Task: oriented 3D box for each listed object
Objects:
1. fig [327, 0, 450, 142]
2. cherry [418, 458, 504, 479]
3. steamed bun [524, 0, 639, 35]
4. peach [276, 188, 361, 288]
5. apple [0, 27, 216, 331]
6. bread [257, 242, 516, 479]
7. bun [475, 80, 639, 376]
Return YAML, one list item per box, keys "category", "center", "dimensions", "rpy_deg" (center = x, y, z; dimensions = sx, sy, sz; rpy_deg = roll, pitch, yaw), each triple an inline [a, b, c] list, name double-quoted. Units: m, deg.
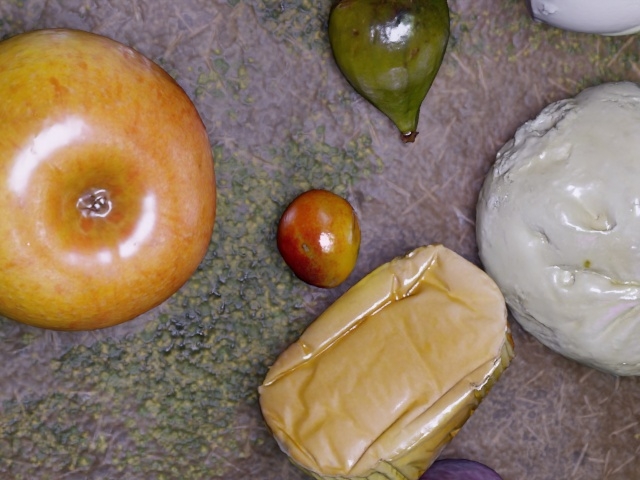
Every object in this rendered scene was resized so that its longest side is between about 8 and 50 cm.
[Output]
- category: "fig"
  center: [0.089, -0.194, 1.136]
  dimensions: [0.133, 0.126, 0.185]
  rpy_deg: [-31, 101, -20]
- category: "cherry"
  center: [0.145, 0.342, 1.196]
  dimensions: [0.266, 0.213, 0.184]
  rpy_deg: [-30, 61, 2]
- category: "steamed bun"
  center: [0.322, -0.365, 1.059]
  dimensions: [0.309, 0.309, 0.310]
  rpy_deg: [-2, 99, -12]
- category: "peach"
  center: [-0.001, 0.000, 1.157]
  dimensions: [0.100, 0.101, 0.101]
  rpy_deg: [-2, 99, -12]
- category: "apple"
  center: [-0.238, -0.053, 1.010]
  dimensions: [0.298, 0.275, 0.299]
  rpy_deg: [-3, 99, -18]
- category: "bread"
  center: [0.086, 0.147, 1.148]
  dimensions: [0.288, 0.204, 0.156]
  rpy_deg: [-48, 148, -3]
- category: "bun"
  center: [0.356, -0.005, 1.175]
  dimensions: [0.361, 0.234, 0.326]
  rpy_deg: [7, 103, -7]
